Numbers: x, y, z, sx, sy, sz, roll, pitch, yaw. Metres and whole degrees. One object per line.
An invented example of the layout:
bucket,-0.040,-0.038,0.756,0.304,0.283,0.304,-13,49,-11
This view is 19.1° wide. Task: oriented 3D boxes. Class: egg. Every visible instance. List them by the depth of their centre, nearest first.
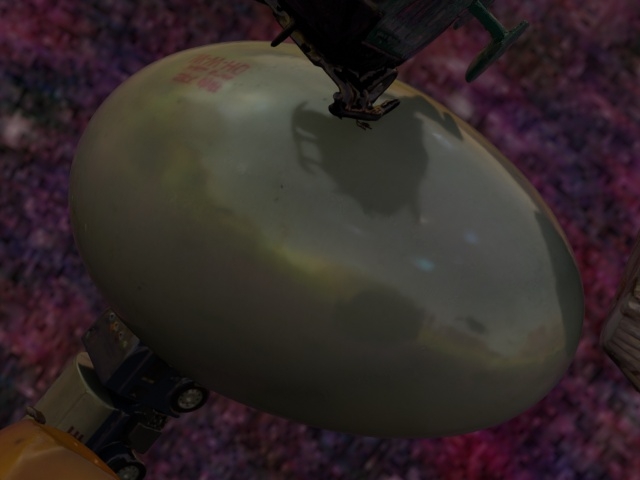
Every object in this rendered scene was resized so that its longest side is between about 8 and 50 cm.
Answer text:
egg,0.000,0.000,1.195,0.371,0.230,0.230,22,23,33

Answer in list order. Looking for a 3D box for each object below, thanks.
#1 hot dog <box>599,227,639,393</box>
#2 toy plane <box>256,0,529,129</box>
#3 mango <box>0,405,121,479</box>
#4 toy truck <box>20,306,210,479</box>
hot dog,0.242,-0.022,1.177,0.069,0.131,0.253,25,63,2
toy plane,0.058,-0.151,1.093,0.106,0.155,0.381,50,12,11
mango,-0.096,0.180,0.817,0.138,0.257,0.187,-38,77,-17
toy truck,-0.163,0.128,1.343,0.088,0.202,0.074,25,25,-40
